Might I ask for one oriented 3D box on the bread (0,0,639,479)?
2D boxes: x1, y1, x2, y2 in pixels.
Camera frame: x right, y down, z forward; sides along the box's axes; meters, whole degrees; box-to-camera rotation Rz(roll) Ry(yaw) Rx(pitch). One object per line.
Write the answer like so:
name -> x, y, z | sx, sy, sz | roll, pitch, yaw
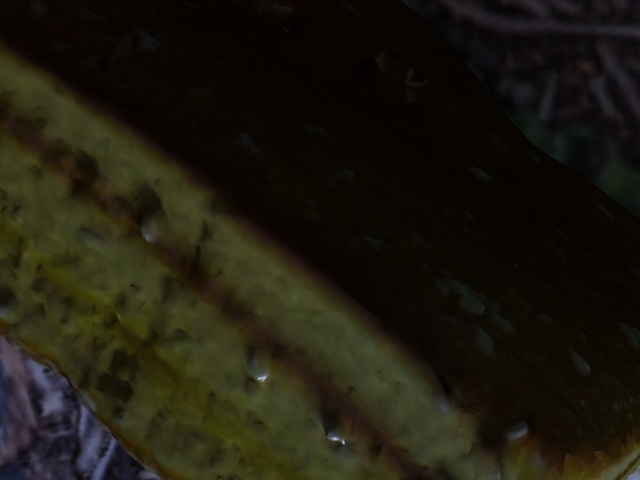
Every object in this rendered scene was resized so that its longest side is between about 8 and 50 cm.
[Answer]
bread -> 0.000, 0.000, 0.491 | 0.234, 0.184, 0.110 | 40, 115, 15
